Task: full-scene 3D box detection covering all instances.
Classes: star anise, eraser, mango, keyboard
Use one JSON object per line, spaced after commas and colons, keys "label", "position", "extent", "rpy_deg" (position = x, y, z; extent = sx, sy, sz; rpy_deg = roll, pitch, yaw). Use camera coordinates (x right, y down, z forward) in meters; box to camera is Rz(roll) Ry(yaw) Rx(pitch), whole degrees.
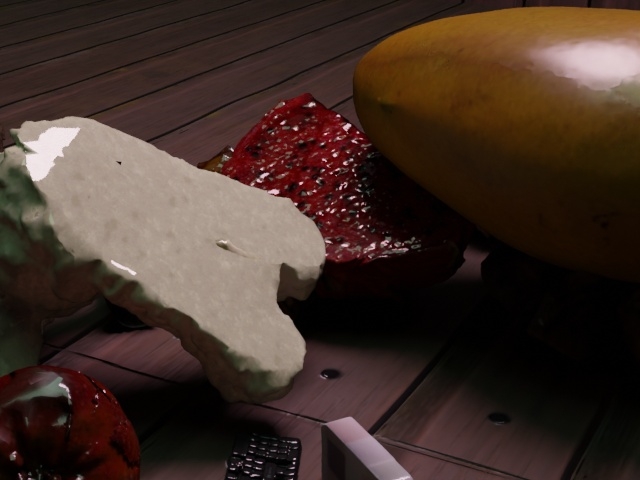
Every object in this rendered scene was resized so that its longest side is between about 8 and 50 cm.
{"label": "star anise", "position": [0.318, 0.043, 1.087], "extent": [0.315, 0.108, 0.315], "rpy_deg": [-4, 28, 2]}
{"label": "eraser", "position": [0.034, 0.181, 0.804], "extent": [0.026, 0.065, 0.105], "rpy_deg": [-10, 25, -26]}
{"label": "mango", "position": [0.227, -0.106, 1.016], "extent": [0.445, 0.232, 0.300], "rpy_deg": [19, 31, 37]}
{"label": "keyboard", "position": [-0.050, 0.202, 0.816], "extent": [0.060, 0.018, 0.195], "rpy_deg": [4, 23, 2]}

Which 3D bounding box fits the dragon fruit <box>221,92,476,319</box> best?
{"label": "dragon fruit", "position": [0.000, 0.000, 1.166], "extent": [0.205, 0.152, 0.317], "rpy_deg": [-28, 46, -18]}

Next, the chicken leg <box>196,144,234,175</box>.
{"label": "chicken leg", "position": [-0.025, -0.071, 1.364], "extent": [0.304, 0.113, 0.093], "rpy_deg": [10, 2, 27]}

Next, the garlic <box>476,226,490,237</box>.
{"label": "garlic", "position": [0.229, -0.094, 1.326], "extent": [0.281, 0.185, 0.203], "rpy_deg": [9, 40, 18]}

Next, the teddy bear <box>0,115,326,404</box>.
{"label": "teddy bear", "position": [-0.248, 0.058, 1.019], "extent": [0.375, 0.362, 0.327], "rpy_deg": [32, 40, -17]}

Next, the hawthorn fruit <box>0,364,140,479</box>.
{"label": "hawthorn fruit", "position": [-0.201, 0.163, 0.775], "extent": [0.148, 0.148, 0.172], "rpy_deg": [-6, -4, -14]}

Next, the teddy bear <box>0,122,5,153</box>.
{"label": "teddy bear", "position": [-0.402, -0.052, 1.199], "extent": [0.140, 0.190, 0.177], "rpy_deg": [7, 17, 31]}

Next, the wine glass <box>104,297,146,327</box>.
{"label": "wine glass", "position": [-0.217, 0.030, 1.172], "extent": [0.066, 0.066, 0.198], "rpy_deg": [-7, 25, -17]}
